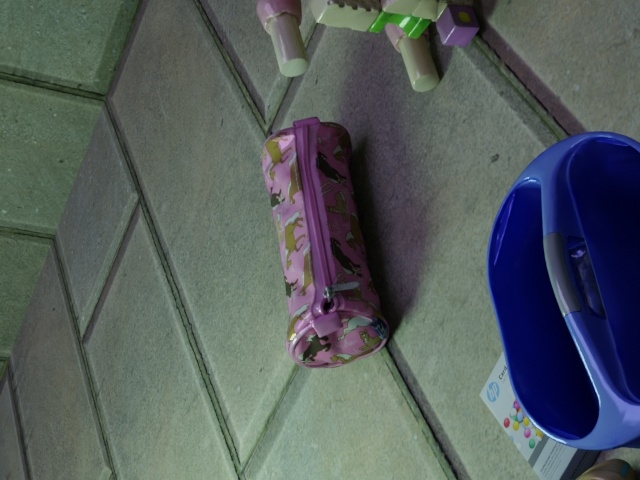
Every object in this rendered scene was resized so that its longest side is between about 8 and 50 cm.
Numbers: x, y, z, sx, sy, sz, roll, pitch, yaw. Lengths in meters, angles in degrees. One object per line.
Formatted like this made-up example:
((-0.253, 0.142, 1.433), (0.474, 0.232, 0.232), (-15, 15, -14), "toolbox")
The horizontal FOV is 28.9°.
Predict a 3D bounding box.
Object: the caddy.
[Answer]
((0.296, 0.054, 1.276), (0.241, 0.179, 0.341), (-36, 49, 37), "caddy")

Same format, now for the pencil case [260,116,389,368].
((0.000, 0.000, 1.891), (0.167, 0.160, 0.386), (-40, 46, 38), "pencil case")

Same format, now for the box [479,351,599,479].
((0.272, 0.184, 1.461), (0.145, 0.038, 0.186), (-65, 31, 23), "box")

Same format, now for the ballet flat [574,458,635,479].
((0.275, 0.322, 1.386), (0.080, 0.073, 0.232), (43, 129, 5), "ballet flat")

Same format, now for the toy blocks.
((0.087, -0.406, 1.730), (0.309, 0.288, 0.260), (-50, 45, 47), "toy blocks")
